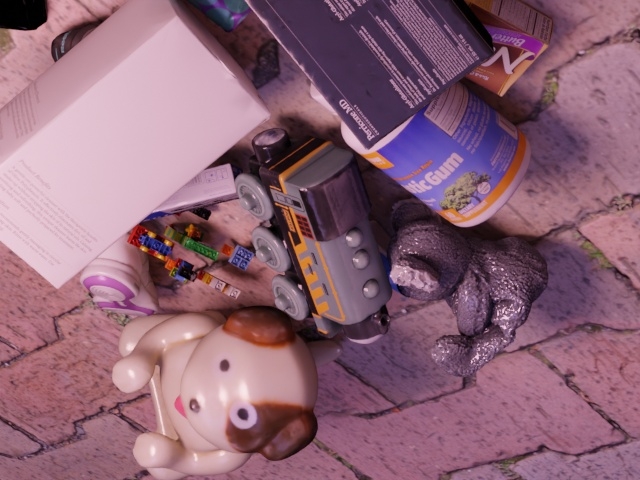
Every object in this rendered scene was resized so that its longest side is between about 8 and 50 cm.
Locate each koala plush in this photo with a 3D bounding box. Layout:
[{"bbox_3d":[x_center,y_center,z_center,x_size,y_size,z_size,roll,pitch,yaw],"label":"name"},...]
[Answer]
[{"bbox_3d":[0.187,0.043,1.811,0.221,0.196,0.203,33,128,-19],"label":"koala plush"}]

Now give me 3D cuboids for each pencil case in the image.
[{"bbox_3d":[-0.152,-0.323,1.565,0.151,0.070,0.064,35,97,-21],"label":"pencil case"}]

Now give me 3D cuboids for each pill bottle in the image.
[{"bbox_3d":[0.123,-0.148,1.608,0.272,0.152,0.152,34,139,-22],"label":"pill bottle"}]

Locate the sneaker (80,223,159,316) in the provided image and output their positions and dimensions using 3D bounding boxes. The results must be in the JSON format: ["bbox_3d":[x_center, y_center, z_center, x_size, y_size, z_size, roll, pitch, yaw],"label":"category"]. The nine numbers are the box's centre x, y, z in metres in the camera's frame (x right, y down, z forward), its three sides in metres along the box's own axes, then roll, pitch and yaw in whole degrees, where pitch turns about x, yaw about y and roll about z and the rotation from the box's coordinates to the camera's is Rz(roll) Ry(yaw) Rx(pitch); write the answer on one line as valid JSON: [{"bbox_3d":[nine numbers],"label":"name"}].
[{"bbox_3d":[-0.311,0.037,2.051,0.114,0.152,0.305,8,166,-2],"label":"sneaker"}]

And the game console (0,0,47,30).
[{"bbox_3d":[-0.458,-0.389,1.580,0.213,0.044,0.361,16,152,1],"label":"game console"}]

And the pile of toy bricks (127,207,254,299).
[{"bbox_3d":[-0.209,0.002,1.987,0.212,0.118,0.105,30,177,-34],"label":"pile of toy bricks"}]

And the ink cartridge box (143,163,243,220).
[{"bbox_3d":[-0.216,-0.064,1.841,0.207,0.046,0.097,-13,177,6],"label":"ink cartridge box"}]

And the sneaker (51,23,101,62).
[{"bbox_3d":[-0.272,-0.197,1.768,0.106,0.101,0.267,6,142,43],"label":"sneaker"}]

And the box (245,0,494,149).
[{"bbox_3d":[0.045,-0.264,1.427,0.184,0.103,0.261,-36,102,16],"label":"box"}]

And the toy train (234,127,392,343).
[{"bbox_3d":[0.000,0.000,1.774,0.190,0.142,0.334,22,139,49],"label":"toy train"}]

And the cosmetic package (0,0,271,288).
[{"bbox_3d":[-0.272,-0.136,1.627,0.365,0.155,0.197,-38,125,5],"label":"cosmetic package"}]

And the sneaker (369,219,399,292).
[{"bbox_3d":[0.083,0.039,1.932,0.084,0.058,0.152,-22,124,32],"label":"sneaker"}]

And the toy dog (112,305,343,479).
[{"bbox_3d":[-0.128,0.241,1.993,0.395,0.285,0.408,-3,174,-13],"label":"toy dog"}]

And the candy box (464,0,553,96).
[{"bbox_3d":[0.172,-0.261,1.529,0.186,0.053,0.109,28,141,-12],"label":"candy box"}]
